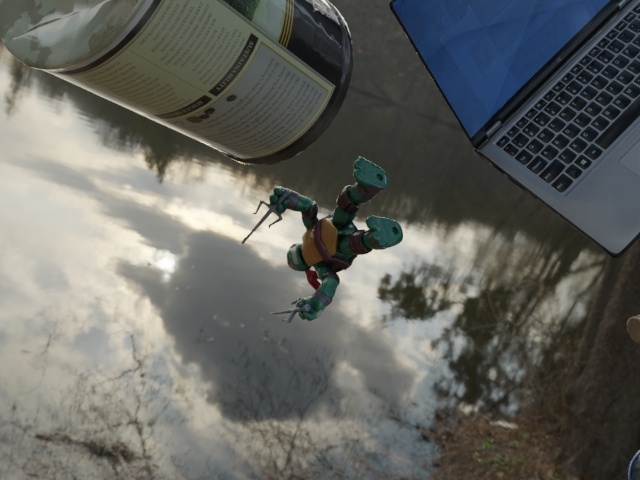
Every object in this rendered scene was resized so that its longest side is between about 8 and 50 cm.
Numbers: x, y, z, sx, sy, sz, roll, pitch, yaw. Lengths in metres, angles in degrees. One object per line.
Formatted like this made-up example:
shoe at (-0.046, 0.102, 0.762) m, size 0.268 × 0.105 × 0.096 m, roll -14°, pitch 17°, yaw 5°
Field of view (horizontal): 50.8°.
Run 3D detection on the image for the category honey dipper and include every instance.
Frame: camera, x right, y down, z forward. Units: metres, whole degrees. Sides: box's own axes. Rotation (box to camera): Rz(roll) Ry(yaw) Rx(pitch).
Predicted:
honey dipper at (0.405, 0.077, 0.724) m, size 0.160 × 0.031 × 0.030 m, roll -12°, pitch 24°, yaw -14°

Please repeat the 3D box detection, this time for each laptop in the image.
laptop at (0.381, -0.269, 0.919) m, size 0.408 × 0.382 × 0.236 m, roll 44°, pitch -6°, yaw 24°

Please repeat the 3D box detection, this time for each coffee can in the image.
coffee can at (-0.120, -0.203, 0.630) m, size 0.201 × 0.202 × 0.275 m, roll 30°, pitch 6°, yaw 31°

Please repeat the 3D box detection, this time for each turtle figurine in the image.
turtle figurine at (0.000, 0.000, 0.875) m, size 0.118 × 0.234 × 0.175 m, roll -18°, pitch 79°, yaw -47°

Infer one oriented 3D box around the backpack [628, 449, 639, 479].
backpack at (0.419, 0.271, 0.708) m, size 0.173 × 0.117 × 0.158 m, roll -27°, pitch 44°, yaw -12°
